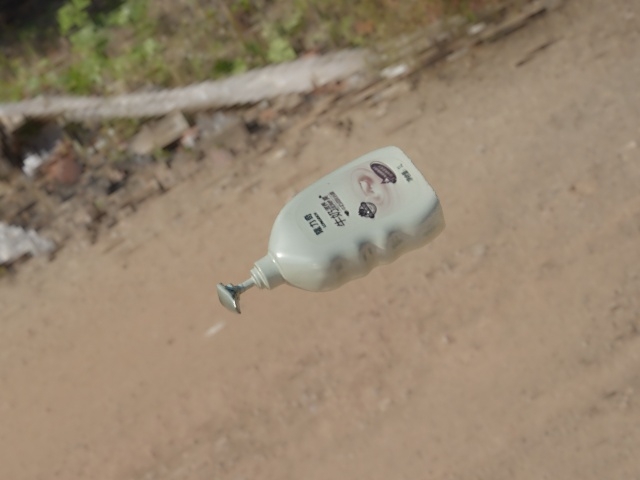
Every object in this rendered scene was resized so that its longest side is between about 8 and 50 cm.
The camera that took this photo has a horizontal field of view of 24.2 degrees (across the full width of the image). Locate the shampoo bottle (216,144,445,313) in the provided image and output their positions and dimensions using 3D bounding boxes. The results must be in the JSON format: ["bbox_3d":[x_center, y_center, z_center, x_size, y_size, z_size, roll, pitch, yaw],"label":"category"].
[{"bbox_3d":[0.000,0.000,0.960,0.152,0.045,0.077,-30,58,-7],"label":"shampoo bottle"}]
